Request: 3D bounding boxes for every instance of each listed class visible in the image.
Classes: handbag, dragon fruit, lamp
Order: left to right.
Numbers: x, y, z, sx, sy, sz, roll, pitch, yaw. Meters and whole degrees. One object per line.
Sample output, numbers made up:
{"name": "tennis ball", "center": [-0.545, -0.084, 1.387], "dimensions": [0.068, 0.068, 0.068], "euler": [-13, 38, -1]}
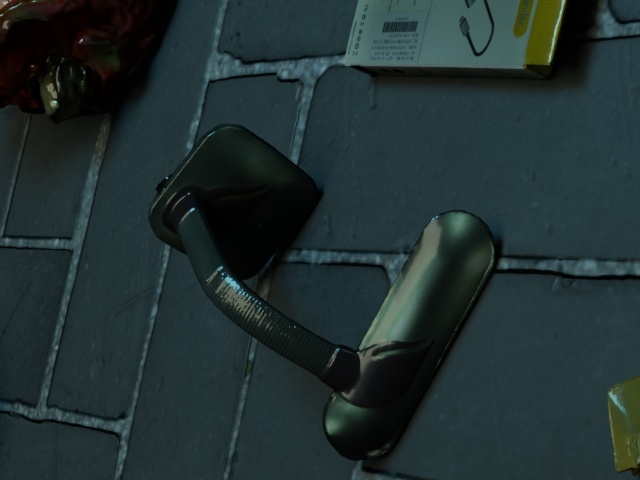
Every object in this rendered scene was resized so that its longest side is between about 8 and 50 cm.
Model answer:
{"name": "dragon fruit", "center": [-0.276, -0.212, 1.760], "dimensions": [0.205, 0.152, 0.317], "euler": [39, 123, 8]}
{"name": "lamp", "center": [-0.004, -0.001, 1.412], "dimensions": [0.203, 0.124, 0.283], "euler": [-51, 42, 12]}
{"name": "handbag", "center": [0.215, 0.109, 1.148], "dimensions": [0.083, 0.027, 0.061], "euler": [-31, 54, 47]}

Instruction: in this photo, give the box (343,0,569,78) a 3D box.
{"name": "box", "center": [0.113, -0.186, 1.402], "dimensions": [0.247, 0.033, 0.129], "euler": [10, 83, 54]}
